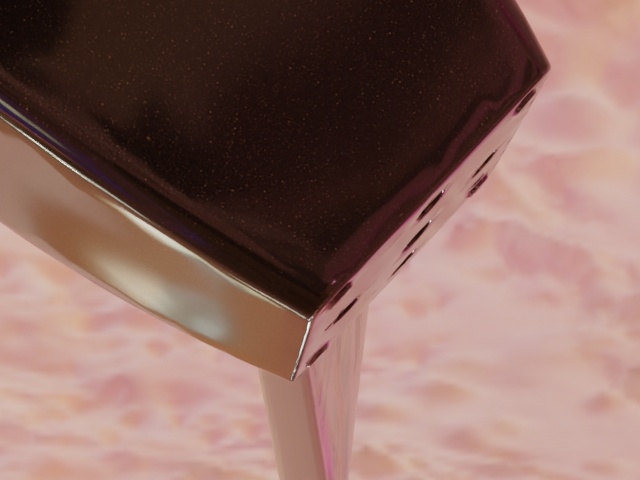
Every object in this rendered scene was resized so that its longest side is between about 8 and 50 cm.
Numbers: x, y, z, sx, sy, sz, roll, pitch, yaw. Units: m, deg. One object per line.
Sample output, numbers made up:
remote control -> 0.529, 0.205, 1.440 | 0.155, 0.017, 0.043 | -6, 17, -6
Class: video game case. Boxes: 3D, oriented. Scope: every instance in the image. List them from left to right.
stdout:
video game case -> 0.000, 0.000, 1.102 | 0.036, 0.300, 0.329 | 2, 140, 8

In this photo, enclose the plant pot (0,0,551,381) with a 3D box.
plant pot -> -0.025, -0.055, 0.626 | 0.167, 0.187, 0.188 | 43, 165, 7
